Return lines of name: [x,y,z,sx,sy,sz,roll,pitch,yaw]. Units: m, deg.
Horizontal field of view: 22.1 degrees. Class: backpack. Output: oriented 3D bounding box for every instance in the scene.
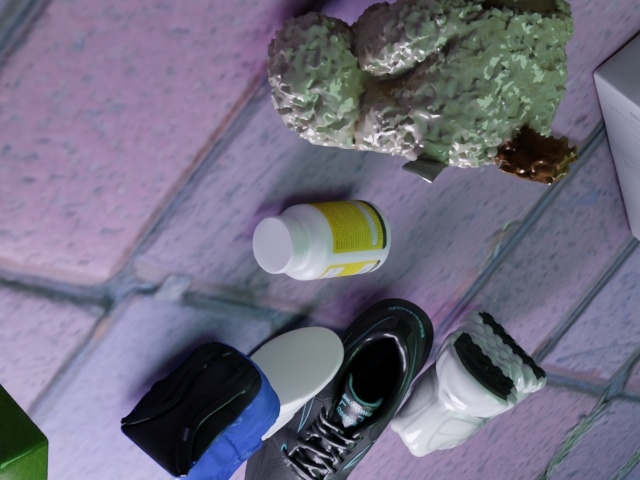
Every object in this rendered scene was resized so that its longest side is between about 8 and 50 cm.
backpack: [-0.097,0.153,1.424,0.120,0.098,0.101,-50,149,-10]

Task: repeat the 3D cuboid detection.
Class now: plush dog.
plush dog: [0.115,-0.173,1.195,0.262,0.210,0.225,-7,110,-34]

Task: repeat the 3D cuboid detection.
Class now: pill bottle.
pill bottle: [0.000,0.000,1.382,0.116,0.065,0.065,-5,132,-48]

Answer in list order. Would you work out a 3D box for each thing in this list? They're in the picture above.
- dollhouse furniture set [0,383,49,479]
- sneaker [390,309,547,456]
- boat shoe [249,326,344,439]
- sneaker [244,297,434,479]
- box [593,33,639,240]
dollhouse furniture set: [-0.295,0.085,1.047,0.197,0.151,0.301,-24,144,-31]
sneaker: [0.146,0.147,1.658,0.118,0.110,0.292,-47,168,15]
boat shoe: [-0.053,0.151,1.508,0.184,0.066,0.063,-45,164,-5]
sneaker: [0.007,0.169,1.542,0.267,0.101,0.106,-57,179,6]
box: [0.431,-0.102,1.673,0.215,0.168,0.345,-41,149,-7]
